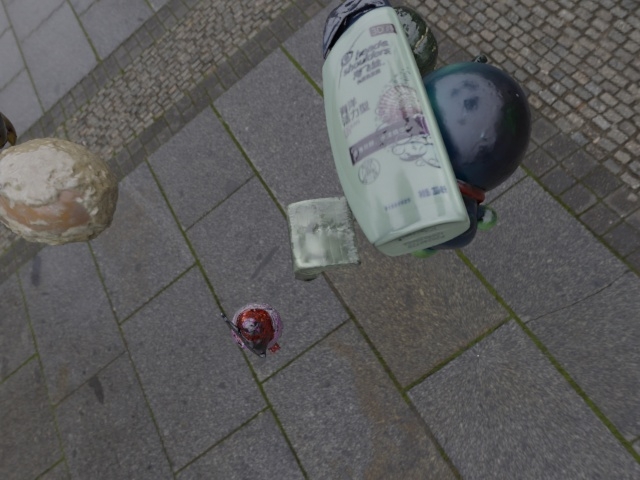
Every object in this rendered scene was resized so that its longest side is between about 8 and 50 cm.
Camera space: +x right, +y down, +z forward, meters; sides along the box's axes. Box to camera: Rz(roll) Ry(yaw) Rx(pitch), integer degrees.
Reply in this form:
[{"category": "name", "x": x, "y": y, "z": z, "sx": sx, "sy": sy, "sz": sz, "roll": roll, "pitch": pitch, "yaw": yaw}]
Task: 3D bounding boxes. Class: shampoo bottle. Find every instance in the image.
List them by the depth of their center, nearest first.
[{"category": "shampoo bottle", "x": 0.072, "y": -0.160, "z": 0.519, "sx": 0.134, "sy": 0.078, "sz": 0.358, "roll": -21, "pitch": 66, "yaw": 24}]

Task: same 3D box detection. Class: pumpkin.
[{"category": "pumpkin", "x": 0.181, "y": -0.449, "z": 0.941, "sx": 0.146, "sy": 0.190, "sz": 0.190, "roll": -38, "pitch": 64, "yaw": -7}]

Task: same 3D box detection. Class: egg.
[{"category": "egg", "x": -0.643, "y": -0.120, "z": 0.976, "sx": 0.311, "sy": 0.279, "sz": 0.278, "roll": 8, "pitch": 78, "yaw": 24}]

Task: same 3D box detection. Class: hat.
[{"category": "hat", "x": -0.150, "y": 0.210, "z": 0.926, "sx": 0.129, "sy": 0.227, "sz": 0.139, "roll": -20, "pitch": 82, "yaw": -8}]

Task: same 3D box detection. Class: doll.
[{"category": "doll", "x": 0.203, "y": -0.124, "z": 0.611, "sx": 0.186, "sy": 0.199, "sz": 0.321, "roll": 15, "pitch": 95, "yaw": 65}]

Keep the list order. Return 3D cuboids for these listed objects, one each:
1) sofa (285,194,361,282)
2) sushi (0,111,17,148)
[{"category": "sofa", "x": 0.000, "y": 0.000, "z": 1.130, "sx": 0.176, "sy": 0.225, "sz": 0.209, "roll": -8, "pitch": 75, "yaw": -5}, {"category": "sushi", "x": -0.406, "y": -0.146, "z": 0.333, "sx": 0.214, "sy": 0.203, "sz": 0.200, "roll": -22, "pitch": 26, "yaw": -8}]
